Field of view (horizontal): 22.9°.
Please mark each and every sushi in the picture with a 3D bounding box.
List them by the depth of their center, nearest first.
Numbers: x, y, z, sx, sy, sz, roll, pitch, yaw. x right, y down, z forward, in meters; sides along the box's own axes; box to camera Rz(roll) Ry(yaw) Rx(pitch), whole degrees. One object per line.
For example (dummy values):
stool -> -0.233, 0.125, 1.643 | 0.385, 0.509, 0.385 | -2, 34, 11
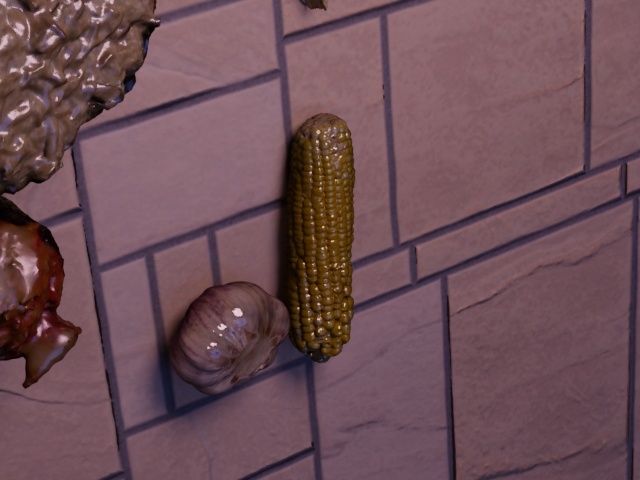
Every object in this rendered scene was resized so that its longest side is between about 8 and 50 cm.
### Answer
sushi -> -0.308, -0.184, 1.556 | 0.350, 0.171, 0.211 | -51, 140, -17
sushi -> -0.407, 0.047, 1.610 | 0.343, 0.182, 0.196 | 10, 111, -36

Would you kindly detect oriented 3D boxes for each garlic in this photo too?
garlic -> -0.114, 0.114, 1.910 | 0.159, 0.102, 0.147 | -27, 140, -37

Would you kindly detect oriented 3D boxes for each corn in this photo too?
corn -> 0.000, 0.000, 1.949 | 0.097, 0.097, 0.320 | -13, 116, -32

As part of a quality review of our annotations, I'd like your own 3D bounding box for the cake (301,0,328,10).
cake -> -0.006, -0.323, 1.820 | 0.065, 0.052, 0.121 | -34, 126, -23
